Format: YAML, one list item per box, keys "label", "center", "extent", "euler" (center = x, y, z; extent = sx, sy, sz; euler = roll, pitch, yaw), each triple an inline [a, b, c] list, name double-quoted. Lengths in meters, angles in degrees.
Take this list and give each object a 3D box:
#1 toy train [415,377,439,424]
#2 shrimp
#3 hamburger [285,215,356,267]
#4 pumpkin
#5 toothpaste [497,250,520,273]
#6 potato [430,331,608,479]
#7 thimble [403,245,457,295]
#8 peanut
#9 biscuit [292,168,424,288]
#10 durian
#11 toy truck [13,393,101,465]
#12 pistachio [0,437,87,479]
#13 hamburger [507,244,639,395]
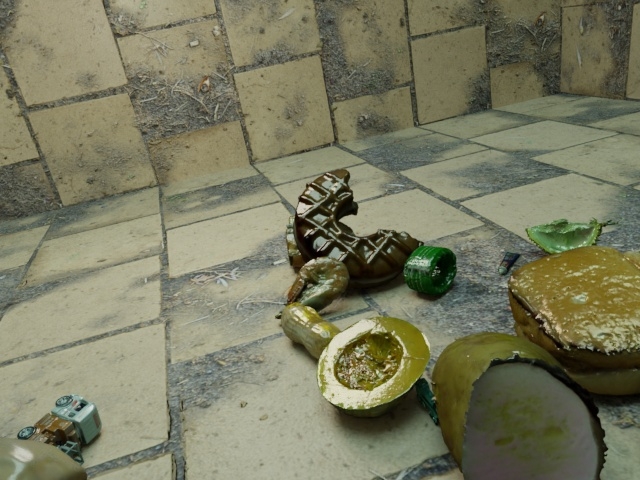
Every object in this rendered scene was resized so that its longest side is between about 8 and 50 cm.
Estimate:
- label: "toy train"
  center: [0.195, 0.283, 0.918]
  extent: [0.029, 0.045, 0.092]
  euler: [-16, 21, -10]
- label: "shrimp"
  center: [-0.027, 0.124, 1.285]
  extent: [0.217, 0.051, 0.115]
  euler: [-38, 70, -4]
- label: "hamburger"
  center: [0.000, 0.000, 1.536]
  extent: [0.207, 0.135, 0.155]
  euler: [-8, -19, 0]
- label: "pumpkin"
  center: [0.101, 0.252, 0.972]
  extent: [0.217, 0.110, 0.217]
  euler: [-12, 33, 8]
- label: "toothpaste"
  center: [0.487, 0.057, 1.362]
  extent: [0.037, 0.021, 0.140]
  euler: [11, 27, 31]
- label: "potato"
  center: [0.280, 0.241, 0.817]
  extent: [0.229, 0.229, 0.266]
  euler: [-8, 8, 4]
- label: "thimble"
  center: [0.271, 0.073, 1.291]
  extent: [0.130, 0.118, 0.090]
  euler: [-3, 8, -44]
- label: "peanut"
  center: [-0.022, 0.200, 1.151]
  extent: [0.087, 0.087, 0.206]
  euler: [-22, 28, -26]
- label: "biscuit"
  center: [0.071, -0.020, 1.405]
  extent: [0.268, 0.115, 0.366]
  euler: [-40, 67, -22]
- label: "durian"
  center: [0.643, -0.005, 1.338]
  extent: [0.215, 0.100, 0.086]
  euler: [-5, 25, 28]
- label: "toy truck"
  center: [-0.475, 0.368, 0.950]
  extent: [0.115, 0.080, 0.178]
  euler: [5, 28, 21]
- label: "pistachio"
  center: [-0.492, 0.408, 0.725]
  extent: [0.332, 0.208, 0.226]
  euler: [-30, -18, -10]
- label: "hamburger"
  center: [0.511, 0.137, 0.961]
  extent: [0.284, 0.174, 0.304]
  euler: [-12, 23, -1]
